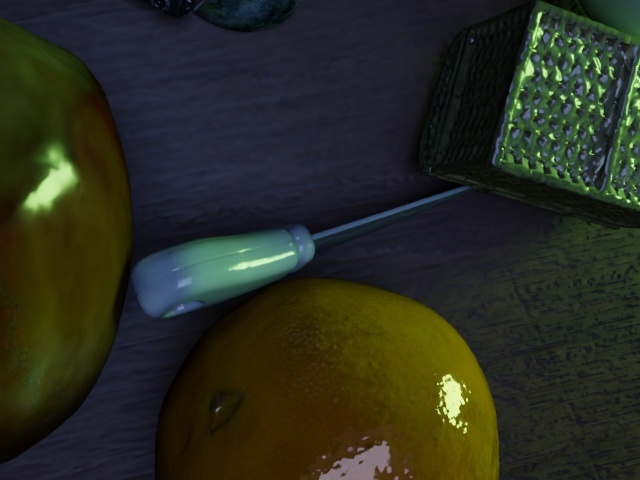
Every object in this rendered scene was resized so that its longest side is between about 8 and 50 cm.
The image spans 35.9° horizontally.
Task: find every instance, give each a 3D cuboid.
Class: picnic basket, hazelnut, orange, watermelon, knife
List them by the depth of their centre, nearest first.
[{"bbox_3d":[-0.304,0.008,0.644,0.365,0.366,0.366,-1,95,-11],"label":"hazelnut"},{"bbox_3d":[0.003,0.155,0.735,0.261,0.261,0.261,-1,95,-11],"label":"orange"},{"bbox_3d":[-0.001,0.001,0.776,0.331,0.080,0.044,-16,76,-40],"label":"knife"},{"bbox_3d":[0.200,-0.092,0.801,0.196,0.154,0.134,14,90,-17],"label":"picnic basket"},{"bbox_3d":[-0.057,-0.207,0.806,0.085,0.085,0.061,-11,67,-10],"label":"watermelon"}]

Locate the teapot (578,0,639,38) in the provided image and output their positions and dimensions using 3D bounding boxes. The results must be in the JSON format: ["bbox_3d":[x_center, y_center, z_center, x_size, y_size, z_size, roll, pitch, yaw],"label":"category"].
[{"bbox_3d":[0.313,-0.291,0.816,0.318,0.149,0.220,-31,135,-31],"label":"teapot"}]

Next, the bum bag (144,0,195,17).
[{"bbox_3d":[-0.089,-0.302,0.775,0.123,0.060,0.248,33,86,-3],"label":"bum bag"}]
